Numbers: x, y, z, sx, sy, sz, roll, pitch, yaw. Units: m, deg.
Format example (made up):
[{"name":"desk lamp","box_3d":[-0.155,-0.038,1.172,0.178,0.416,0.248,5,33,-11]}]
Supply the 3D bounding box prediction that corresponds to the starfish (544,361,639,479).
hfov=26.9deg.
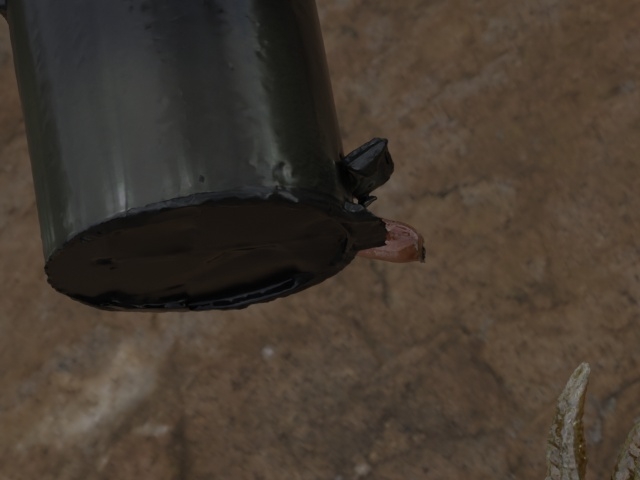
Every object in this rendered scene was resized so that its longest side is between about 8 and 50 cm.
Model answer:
[{"name":"starfish","box_3d":[0.225,0.300,1.146,0.327,0.094,0.375,-26,62,33]}]

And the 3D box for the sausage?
[{"name":"sausage","box_3d":[0.000,0.000,1.126,0.177,0.040,0.047,-1,106,21]}]

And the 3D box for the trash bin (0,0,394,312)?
[{"name":"trash bin","box_3d":[-0.098,-0.120,0.855,0.252,0.203,0.301,-14,71,6]}]
